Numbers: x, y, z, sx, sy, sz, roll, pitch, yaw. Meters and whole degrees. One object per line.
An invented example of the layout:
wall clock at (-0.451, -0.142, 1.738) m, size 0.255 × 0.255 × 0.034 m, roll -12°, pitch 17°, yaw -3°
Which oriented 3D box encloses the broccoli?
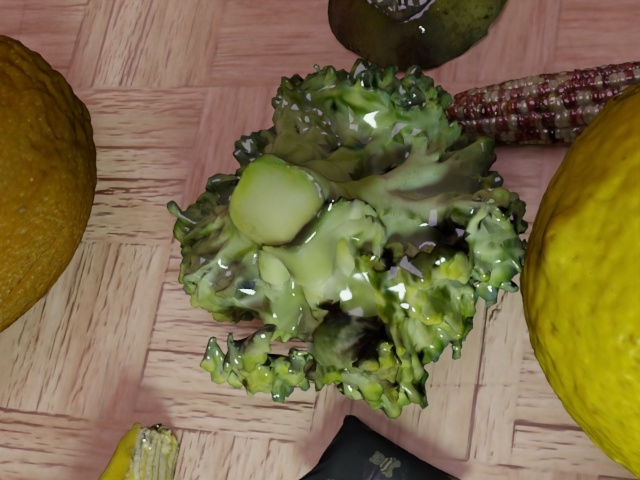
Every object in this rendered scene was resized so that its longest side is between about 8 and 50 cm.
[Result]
broccoli at (0.012, 0.002, 1.034) m, size 0.334 × 0.272 × 0.324 m, roll 47°, pitch 129°, yaw 23°

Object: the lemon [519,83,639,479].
lemon at (0.336, 0.041, 0.815) m, size 0.350 × 0.350 × 0.387 m, roll -44°, pitch 52°, yaw -1°

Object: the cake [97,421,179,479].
cake at (-0.176, 0.278, 1.062) m, size 0.116 × 0.080 × 0.185 m, roll 30°, pitch 77°, yaw 31°

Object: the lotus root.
lotus root at (0.095, -0.284, 1.198) m, size 0.203 × 0.078 × 0.183 m, roll 33°, pitch 82°, yaw 30°

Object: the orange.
orange at (-0.404, -0.051, 1.147) m, size 0.357 × 0.322 × 0.322 m, roll -46°, pitch 60°, yaw -9°

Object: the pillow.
pillow at (0.057, 0.225, 1.012) m, size 0.150 × 0.048 × 0.090 m, roll 27°, pitch 82°, yaw 30°

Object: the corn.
corn at (0.238, -0.133, 1.083) m, size 0.237 × 0.079 × 0.079 m, roll -2°, pitch 68°, yaw 23°
